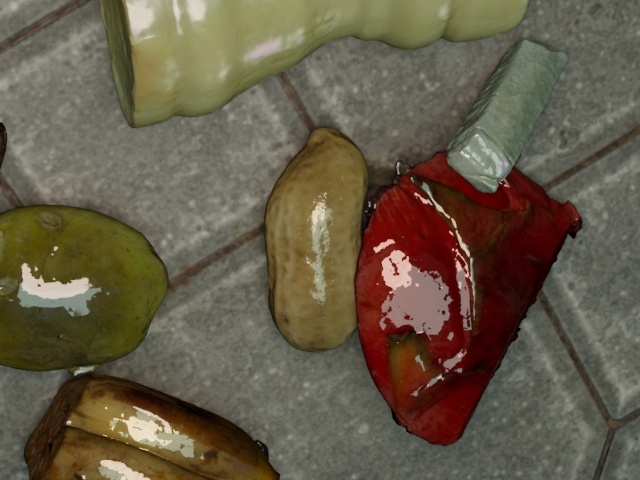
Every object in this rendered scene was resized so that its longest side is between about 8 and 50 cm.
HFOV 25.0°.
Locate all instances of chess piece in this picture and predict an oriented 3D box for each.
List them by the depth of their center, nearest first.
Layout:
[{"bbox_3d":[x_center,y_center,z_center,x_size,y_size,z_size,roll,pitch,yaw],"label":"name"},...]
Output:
[{"bbox_3d":[-0.007,-0.267,1.515,0.442,0.234,0.234,-12,107,-12],"label":"chess piece"}]

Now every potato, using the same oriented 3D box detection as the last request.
[{"bbox_3d":[-0.291,0.056,1.580,0.228,0.149,0.197,25,113,-19],"label":"potato"}]

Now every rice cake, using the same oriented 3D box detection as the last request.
[{"bbox_3d":[0.207,-0.145,1.623,0.069,0.063,0.206,37,57,-13],"label":"rice cake"}]

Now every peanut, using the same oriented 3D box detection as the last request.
[{"bbox_3d":[0.000,0.000,1.639,0.137,0.122,0.253,-18,111,-46],"label":"peanut"}]

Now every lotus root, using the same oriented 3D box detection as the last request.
[{"bbox_3d":[-0.183,0.268,1.638,0.290,0.193,0.193,23,99,-16],"label":"lotus root"}]

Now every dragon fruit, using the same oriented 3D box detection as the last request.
[{"bbox_3d":[0.158,0.045,1.628,0.282,0.100,0.344,36,77,-25],"label":"dragon fruit"}]

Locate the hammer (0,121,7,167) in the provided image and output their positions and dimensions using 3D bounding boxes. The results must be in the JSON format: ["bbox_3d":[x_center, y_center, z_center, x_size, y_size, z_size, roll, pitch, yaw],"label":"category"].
[{"bbox_3d":[-0.512,0.016,1.551,0.242,0.095,0.409,14,111,-28],"label":"hammer"}]

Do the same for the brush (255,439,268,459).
[{"bbox_3d":[-0.081,0.335,1.765,0.062,0.016,0.194,3,105,-13],"label":"brush"}]
